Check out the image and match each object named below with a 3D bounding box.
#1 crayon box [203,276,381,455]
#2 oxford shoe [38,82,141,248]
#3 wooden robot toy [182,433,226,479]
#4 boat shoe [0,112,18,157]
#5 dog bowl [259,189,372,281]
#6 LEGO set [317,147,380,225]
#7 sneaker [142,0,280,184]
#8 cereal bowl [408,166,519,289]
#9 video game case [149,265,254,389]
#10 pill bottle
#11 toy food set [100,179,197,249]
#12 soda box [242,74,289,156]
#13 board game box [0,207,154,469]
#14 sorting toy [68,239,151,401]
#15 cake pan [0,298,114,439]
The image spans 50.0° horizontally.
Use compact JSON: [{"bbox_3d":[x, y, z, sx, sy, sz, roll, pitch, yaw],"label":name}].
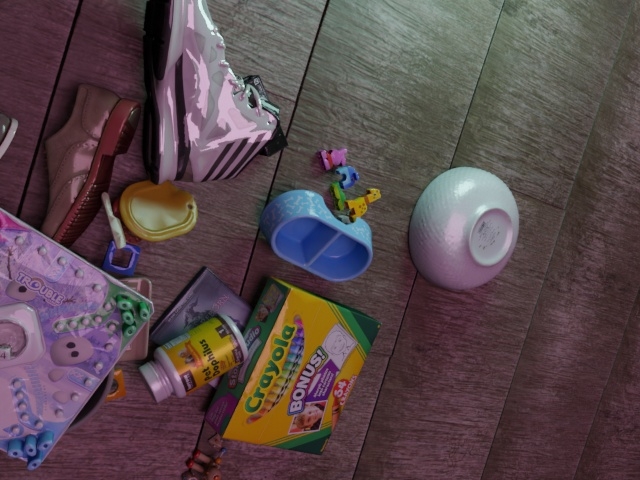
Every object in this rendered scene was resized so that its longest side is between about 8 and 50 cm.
[{"bbox_3d":[-0.057,0.304,1.616,0.313,0.106,0.363,25,89,-41],"label":"crayon box"},{"bbox_3d":[-0.468,-0.128,1.298,0.130,0.123,0.348,27,91,-3],"label":"oxford shoe"},{"bbox_3d":[-0.265,0.536,1.581,0.076,0.079,0.173,38,81,-33],"label":"wooden robot toy"},{"bbox_3d":[-0.656,-0.107,1.166,0.324,0.116,0.097,-49,125,-6],"label":"boat shoe"},{"bbox_3d":[0.000,0.000,1.573,0.297,0.074,0.166,27,119,-34],"label":"dog bowl"},{"bbox_3d":[0.083,-0.120,1.634,0.093,0.087,0.227,-28,116,-23],"label":"LEGO set"},{"bbox_3d":[-0.206,-0.330,1.349,0.257,0.169,0.447,-2,112,-26],"label":"sneaker"},{"bbox_3d":[0.408,-0.022,1.828,0.339,0.141,0.339,-9,107,-30],"label":"cereal bowl"},{"bbox_3d":[-0.231,0.215,1.558,0.196,0.026,0.274,-51,123,-12],"label":"video game case"},{"bbox_3d":[-0.271,0.253,1.456,0.215,0.117,0.117,-29,115,-23],"label":"pill bottle"},{"bbox_3d":[-0.353,-0.049,1.377,0.218,0.071,0.128,-19,83,-48],"label":"toy food set"},{"bbox_3d":[-0.133,-0.268,1.484,0.060,0.053,0.169,-33,116,-20],"label":"soda box"},{"bbox_3d":[-0.570,0.179,1.237,0.390,0.050,0.390,37,91,-22],"label":"board game box"},{"bbox_3d":[-0.450,0.163,1.396,0.196,0.047,0.348,1,104,-27],"label":"sorting toy"},{"bbox_3d":[-0.549,0.242,1.316,0.293,0.054,0.293,-5,105,-17],"label":"cake pan"}]
